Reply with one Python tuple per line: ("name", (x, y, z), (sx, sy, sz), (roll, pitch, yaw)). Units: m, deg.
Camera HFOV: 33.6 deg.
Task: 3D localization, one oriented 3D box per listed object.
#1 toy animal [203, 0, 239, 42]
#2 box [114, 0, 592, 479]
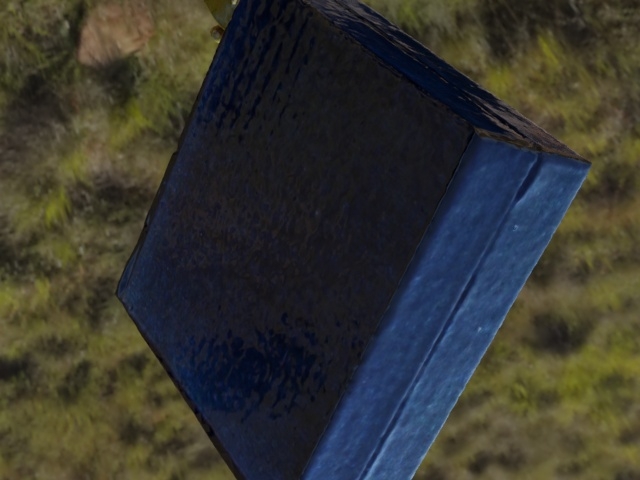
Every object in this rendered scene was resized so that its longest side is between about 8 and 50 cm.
("toy animal", (-0.047, -0.285, 1.129), (0.156, 0.156, 0.230), (-3, 147, -31))
("box", (0.000, 0.000, 0.709), (0.116, 0.261, 0.279), (9, 117, -41))
